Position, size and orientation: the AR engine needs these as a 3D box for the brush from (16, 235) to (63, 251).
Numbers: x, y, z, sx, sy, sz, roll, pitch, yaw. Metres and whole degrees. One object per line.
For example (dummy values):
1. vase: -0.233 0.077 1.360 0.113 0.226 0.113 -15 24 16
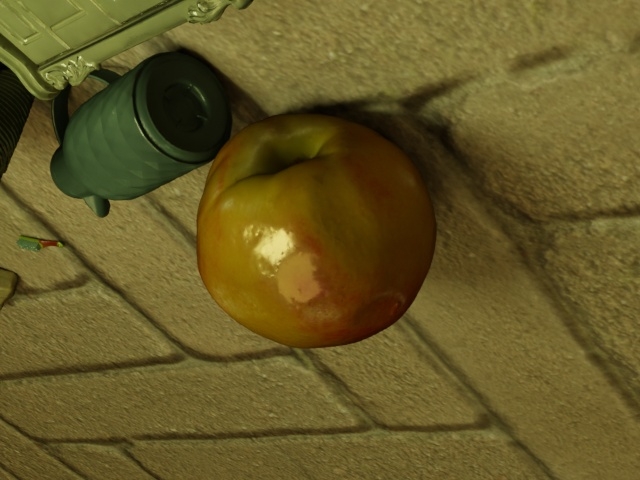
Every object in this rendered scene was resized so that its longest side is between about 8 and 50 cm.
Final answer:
1. brush: -0.452 0.008 1.986 0.083 0.021 0.019 6 142 21

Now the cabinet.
1. cabinet: -0.226 -0.334 1.153 0.318 0.227 0.290 -13 134 42

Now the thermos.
1. thermos: -0.253 -0.138 1.552 0.286 0.145 0.182 -19 99 47

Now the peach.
1. peach: 0.004 0.002 1.475 0.289 0.289 0.308 5 136 25

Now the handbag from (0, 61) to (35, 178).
1. handbag: -0.511 -0.205 1.499 0.247 0.240 0.340 -7 139 39

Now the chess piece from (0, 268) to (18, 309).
1. chess piece: -0.675 0.057 2.121 0.301 0.137 0.137 14 149 -10
